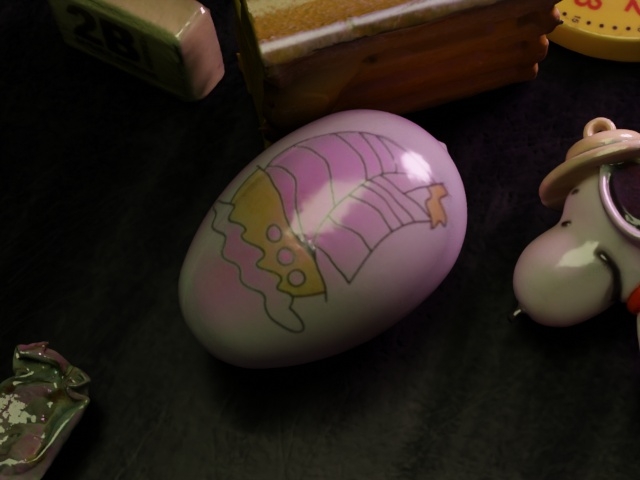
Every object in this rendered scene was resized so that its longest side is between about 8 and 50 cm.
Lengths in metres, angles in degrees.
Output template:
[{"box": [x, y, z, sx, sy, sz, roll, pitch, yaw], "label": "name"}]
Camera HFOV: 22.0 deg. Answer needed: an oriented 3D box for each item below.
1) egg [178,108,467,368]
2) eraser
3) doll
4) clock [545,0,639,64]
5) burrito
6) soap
[{"box": [0.000, 0.000, 1.434, 0.271, 0.196, 0.196, -26, 60, -17], "label": "egg"}, {"box": [-0.184, -0.211, 1.625, 0.172, 0.117, 0.058, 27, 65, 20], "label": "eraser"}, {"box": [0.303, 0.031, 1.433, 0.271, 0.144, 0.208, 29, 87, 24], "label": "doll"}, {"box": [0.311, -0.308, 1.658, 0.293, 0.071, 0.277, 19, 63, 16], "label": "clock"}, {"box": [-0.301, 0.225, 1.408, 0.096, 0.066, 0.309, 25, 67, 16], "label": "burrito"}, {"box": [0.066, -0.190, 1.498, 0.281, 0.259, 0.143, -14, 78, -5], "label": "soap"}]
